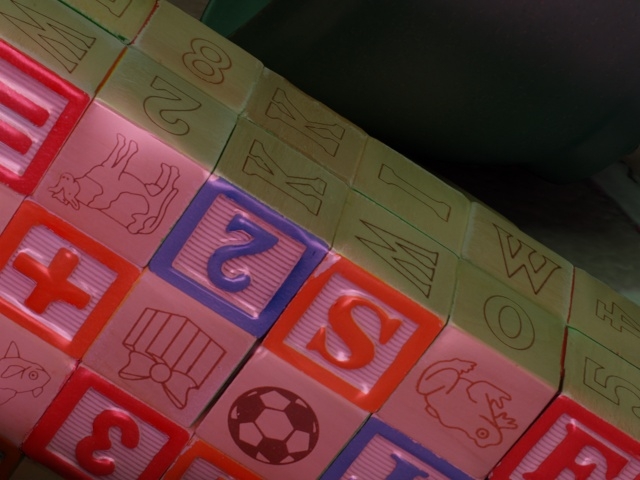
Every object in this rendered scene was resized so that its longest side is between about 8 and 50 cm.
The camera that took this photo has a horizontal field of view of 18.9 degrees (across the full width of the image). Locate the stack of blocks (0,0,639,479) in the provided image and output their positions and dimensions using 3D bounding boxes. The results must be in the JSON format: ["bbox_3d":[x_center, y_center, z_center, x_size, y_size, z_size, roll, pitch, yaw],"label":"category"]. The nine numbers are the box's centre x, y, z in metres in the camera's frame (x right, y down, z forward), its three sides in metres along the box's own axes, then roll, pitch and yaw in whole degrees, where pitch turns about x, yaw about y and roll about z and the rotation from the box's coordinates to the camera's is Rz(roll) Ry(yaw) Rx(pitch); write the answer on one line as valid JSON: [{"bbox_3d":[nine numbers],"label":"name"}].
[{"bbox_3d":[-0.051,0.032,0.649,0.297,0.171,0.087,32,29,-7],"label":"stack of blocks"}]

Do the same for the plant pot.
[{"bbox_3d":[0.102,-0.153,0.980,0.196,0.293,0.293,37,26,-14],"label":"plant pot"}]

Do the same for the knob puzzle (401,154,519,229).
[{"bbox_3d":[0.000,0.000,0.879,0.213,0.030,0.213,11,30,-6],"label":"knob puzzle"}]
